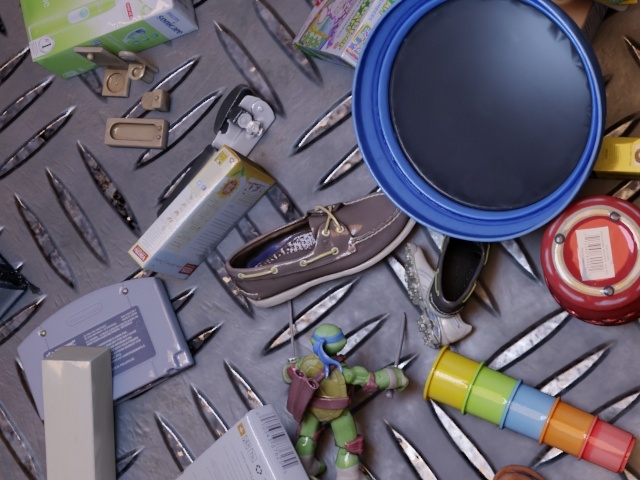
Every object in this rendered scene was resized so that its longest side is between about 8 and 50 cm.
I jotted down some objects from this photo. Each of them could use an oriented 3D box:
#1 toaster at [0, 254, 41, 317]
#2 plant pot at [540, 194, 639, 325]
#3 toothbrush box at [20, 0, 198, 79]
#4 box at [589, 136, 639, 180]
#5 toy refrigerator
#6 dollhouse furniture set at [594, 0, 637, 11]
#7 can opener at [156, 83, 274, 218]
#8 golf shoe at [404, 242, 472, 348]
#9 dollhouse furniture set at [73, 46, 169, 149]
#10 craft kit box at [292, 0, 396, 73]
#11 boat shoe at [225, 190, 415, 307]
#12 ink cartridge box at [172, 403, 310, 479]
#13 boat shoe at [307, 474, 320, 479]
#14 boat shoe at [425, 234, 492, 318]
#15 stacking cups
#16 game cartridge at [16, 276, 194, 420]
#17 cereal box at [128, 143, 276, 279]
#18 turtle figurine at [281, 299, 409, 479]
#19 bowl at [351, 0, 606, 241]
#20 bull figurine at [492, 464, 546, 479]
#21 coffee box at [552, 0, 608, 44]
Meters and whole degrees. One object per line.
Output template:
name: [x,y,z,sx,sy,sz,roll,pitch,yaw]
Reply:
toaster: [-0.628,0.063,2.008,0.186,0.168,0.110,43,98,20]
plant pot: [0.423,0.027,1.675,0.191,0.174,0.191,-2,81,15]
toothbrush box: [-0.388,-0.442,2.035,0.283,0.122,0.206,-17,77,13]
box: [0.479,-0.124,1.726,0.232,0.087,0.058,3,85,17]
toy refrigerator: [-0.405,0.318,1.884,0.094,0.102,0.269,0,99,9]
dollhouse furniture set: [0.297,-0.388,1.638,0.302,0.197,0.151,29,89,22]
can opener: [-0.182,-0.136,1.957,0.280,0.074,0.093,-55,36,1]
golf shoe: [0.186,0.083,1.809,0.086,0.069,0.176,-15,78,-8]
dollhouse furniture set: [-0.351,-0.250,1.990,0.144,0.123,0.151,4,83,18]
craft kit box: [0.074,-0.400,1.833,0.249,0.061,0.247,-59,27,1]
boat shoe: [0.000,0.000,1.838,0.324,0.096,0.116,-26,46,13]
ink cartridge box: [-0.100,0.458,1.787,0.303,0.072,0.307,61,140,16]
boat shoe: [-0.030,0.413,1.782,0.056,0.048,0.153,54,135,26]
boat shoe: [0.229,0.011,1.766,0.081,0.068,0.227,20,72,-2]
stacking cups: [0.316,0.259,1.710,0.316,0.096,0.096,21,88,20]
game cartridge: [-0.379,0.189,1.968,0.294,0.060,0.196,-27,78,12]
cereal box: [-0.194,-0.042,1.881,0.240,0.173,0.047,-46,71,5]
turtle figurine: [0.037,0.243,1.801,0.198,0.274,0.266,3,103,-4]
bowl: [0.232,-0.194,1.655,0.391,0.077,0.391,11,112,29]
bull figurine: [0.303,0.496,1.677,0.189,0.101,0.310,10,87,15]
coffee box: [0.324,-0.302,1.785,0.168,0.119,0.297,24,89,21]
